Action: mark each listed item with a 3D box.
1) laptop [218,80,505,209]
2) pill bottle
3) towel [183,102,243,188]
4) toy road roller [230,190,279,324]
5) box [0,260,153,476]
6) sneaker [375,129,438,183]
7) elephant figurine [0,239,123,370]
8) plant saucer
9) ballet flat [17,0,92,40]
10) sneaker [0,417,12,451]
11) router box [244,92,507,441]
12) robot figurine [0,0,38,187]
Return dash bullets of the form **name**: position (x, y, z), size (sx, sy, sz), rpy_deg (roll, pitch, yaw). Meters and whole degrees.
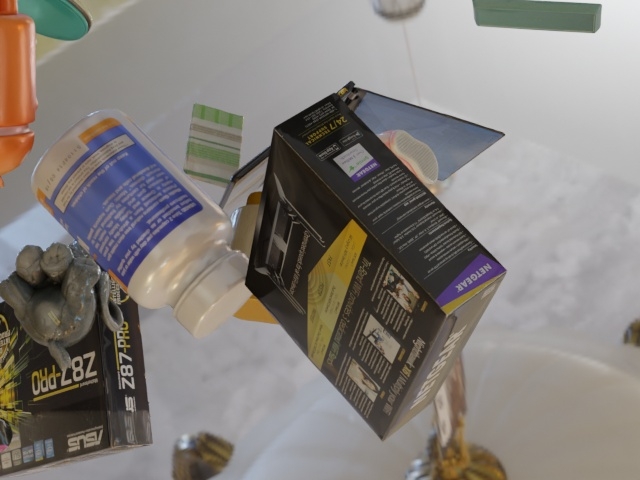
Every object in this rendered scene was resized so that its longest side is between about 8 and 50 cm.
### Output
- **laptop**: position (0.049, -0.110, 2.029), size (0.408, 0.382, 0.236), rpy_deg (-40, -91, -13)
- **pill bottle**: position (-0.202, -0.016, 1.366), size (0.152, 0.152, 0.272), rpy_deg (-40, -103, -24)
- **towel**: position (-0.206, -0.181, 2.214), size (0.023, 0.113, 0.152), rpy_deg (-19, -119, 56)
- **toy road roller**: position (0.000, 0.000, 1.795), size (0.330, 0.240, 0.202), rpy_deg (5, -122, 7)
- **box**: position (-0.461, 0.235, 2.018), size (0.395, 0.097, 0.318), rpy_deg (-20, -107, 41)
- **sneaker**: position (0.121, -0.125, 1.726), size (0.070, 0.134, 0.051), rpy_deg (-3, -115, 37)
- **elephant figurine**: position (-0.386, 0.088, 1.814), size (0.169, 0.239, 0.186), rpy_deg (29, -92, 11)
- **plant saucer**: position (0.324, -0.337, 1.723), size (0.192, 0.067, 0.018), rpy_deg (5, -110, 14)
- **ballet flat**: position (-0.394, -0.326, 1.419), size (0.086, 0.248, 0.086), rpy_deg (-21, -119, 43)
- **sneaker**: position (-0.562, 0.285, 1.767), size (0.178, 0.071, 0.077), rpy_deg (6, -172, -1)
- **router box**: position (0.039, 0.038, 1.155), size (0.081, 0.308, 0.243), rpy_deg (-33, -110, -25)
- **robot figurine**: position (-0.346, -0.156, 1.143), size (0.128, 0.219, 0.158), rpy_deg (0, -168, -15)
